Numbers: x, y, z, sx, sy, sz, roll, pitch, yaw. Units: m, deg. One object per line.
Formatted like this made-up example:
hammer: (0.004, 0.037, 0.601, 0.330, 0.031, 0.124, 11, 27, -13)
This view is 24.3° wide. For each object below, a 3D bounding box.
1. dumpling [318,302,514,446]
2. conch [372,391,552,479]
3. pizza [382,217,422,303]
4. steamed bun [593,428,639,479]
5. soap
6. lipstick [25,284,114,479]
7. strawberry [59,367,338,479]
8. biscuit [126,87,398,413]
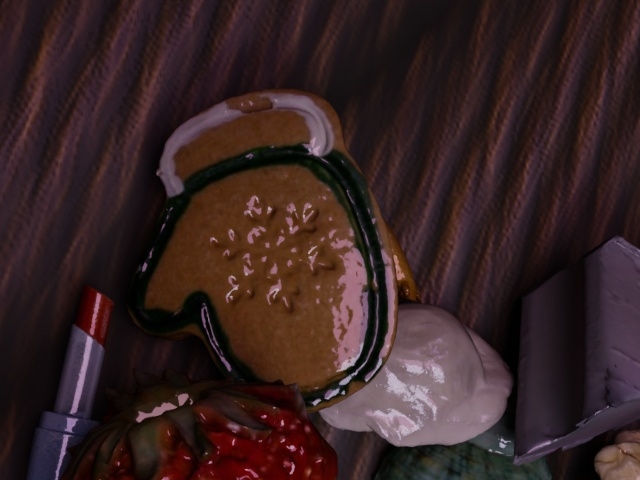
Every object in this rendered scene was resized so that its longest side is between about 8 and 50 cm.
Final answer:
dumpling: (0.095, 0.149, 1.621, 0.250, 0.132, 0.162, -3, 47, -19)
conch: (0.171, 0.255, 1.650, 0.176, 0.122, 0.188, 35, 67, 16)
pizza: (0.001, -0.007, 1.644, 0.271, 0.056, 0.134, 49, 64, -9)
steamed bun: (0.412, 0.354, 1.658, 0.292, 0.137, 0.295, 44, 40, -46)
soap: (0.351, 0.170, 1.632, 0.258, 0.159, 0.302, 35, 40, -19)
lipstick: (-0.256, 0.183, 1.531, 0.068, 0.061, 0.274, 14, 81, -14)
strawberry: (-0.103, 0.302, 1.453, 0.292, 0.292, 0.343, -22, 103, -20)
biscuit: (-0.071, 0.019, 1.557, 0.287, 0.057, 0.343, -17, 82, 5)
